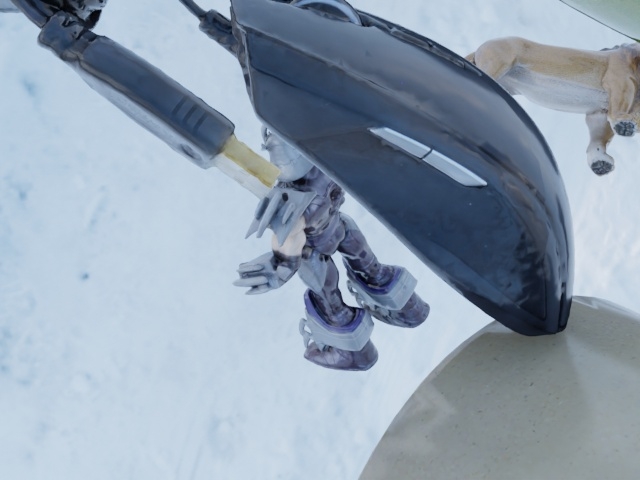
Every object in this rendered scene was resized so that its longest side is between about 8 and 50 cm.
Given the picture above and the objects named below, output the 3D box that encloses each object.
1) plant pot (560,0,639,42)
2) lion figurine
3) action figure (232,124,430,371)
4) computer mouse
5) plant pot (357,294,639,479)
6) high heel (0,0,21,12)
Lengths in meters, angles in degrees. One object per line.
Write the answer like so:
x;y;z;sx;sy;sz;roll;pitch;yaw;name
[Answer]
0.301;-0.291;0.916;0.353;0.366;0.366;32;108;-33;plant pot
0.321;-0.213;1.637;0.392;0.240;0.142;18;136;5;lion figurine
0.000;0.000;1.081;0.099;0.185;0.285;19;148;38;action figure
0.012;-0.049;0.420;0.262;0.184;0.060;41;111;-11;computer mouse
0.178;0.175;0.445;0.274;0.256;0.256;17;104;50;plant pot
-0.273;-0.224;0.670;0.186;0.093;0.261;3;139;22;high heel
